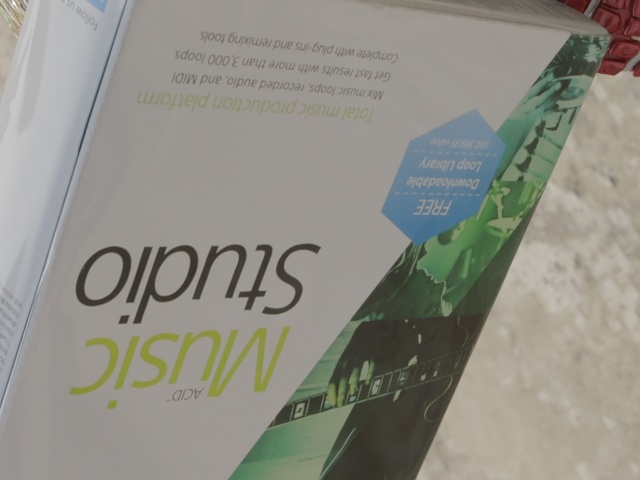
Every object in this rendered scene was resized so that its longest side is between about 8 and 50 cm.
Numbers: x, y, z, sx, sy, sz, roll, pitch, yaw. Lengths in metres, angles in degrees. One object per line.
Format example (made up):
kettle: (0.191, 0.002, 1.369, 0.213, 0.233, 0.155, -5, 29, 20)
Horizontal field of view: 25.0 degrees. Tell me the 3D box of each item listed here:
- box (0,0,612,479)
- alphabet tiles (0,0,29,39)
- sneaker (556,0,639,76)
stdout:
box: (-0.035, 0.047, 0.555, 0.058, 0.232, 0.322, 41, 120, 39)
alphabet tiles: (-0.236, -0.168, 1.222, 0.237, 0.009, 0.198, 46, 167, 36)
sneaker: (0.091, -0.158, 0.640, 0.225, 0.092, 0.088, 38, 132, 15)
